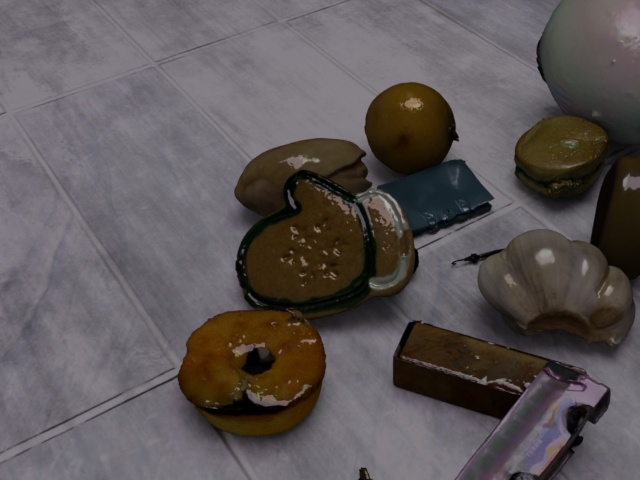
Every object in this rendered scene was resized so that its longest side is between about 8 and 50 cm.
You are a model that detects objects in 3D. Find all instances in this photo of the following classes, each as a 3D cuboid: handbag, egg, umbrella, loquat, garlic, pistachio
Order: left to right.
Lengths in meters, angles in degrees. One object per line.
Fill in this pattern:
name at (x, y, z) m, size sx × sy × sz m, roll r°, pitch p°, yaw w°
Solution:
pistachio at (-0.037, -0.129, 1.797) m, size 0.293 × 0.162 × 0.181 m, roll -17°, pitch 13°, yaw -12°
loquat at (0.200, -0.246, 1.877) m, size 0.208 × 0.208 × 0.208 m, roll -2°, pitch 42°, yaw 2°
handbag at (0.240, -0.084, 1.812) m, size 0.221 × 0.057 × 0.144 m, roll -20°, pitch 52°, yaw -19°
umbrella at (0.329, 0.028, 1.702) m, size 0.149 × 0.022 × 0.022 m, roll -14°, pitch 70°, yaw -12°
garlic at (0.422, 0.067, 1.538) m, size 0.281 × 0.184 × 0.203 m, roll 0°, pitch 26°, yaw 4°
egg at (0.687, -0.367, 1.868) m, size 0.355 × 0.354 × 0.339 m, roll -8°, pitch 44°, yaw -5°

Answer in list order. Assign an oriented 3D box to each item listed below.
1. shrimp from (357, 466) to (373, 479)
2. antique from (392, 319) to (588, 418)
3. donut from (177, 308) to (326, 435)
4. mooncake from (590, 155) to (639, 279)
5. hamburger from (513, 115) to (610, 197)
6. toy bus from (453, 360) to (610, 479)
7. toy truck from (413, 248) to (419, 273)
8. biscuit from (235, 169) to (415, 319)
shrimp at (0.099, 0.419, 1.277) m, size 0.091 × 0.043 × 0.184 m, roll -17°, pitch 50°, yaw -25°
antique at (0.281, 0.230, 1.435) m, size 0.310 × 0.087 × 0.093 m, roll 15°, pitch 47°, yaw 18°
donut at (-0.113, 0.218, 1.450) m, size 0.254 × 0.118 × 0.253 m, roll 0°, pitch 43°, yaw 0°
mooncake at (0.582, -0.037, 1.617) m, size 0.117 × 0.234 × 0.234 m, roll 11°, pitch 44°, yaw 8°
hamburger at (0.512, -0.169, 1.836) m, size 0.189 × 0.122 × 0.215 m, roll 15°, pitch 49°, yaw 28°
toy bus at (0.316, 0.309, 1.282) m, size 0.112 × 0.090 × 0.274 m, roll 34°, pitch 73°, yaw 32°
toy truck at (0.081, 0.013, 1.657) m, size 0.208 × 0.113 × 0.126 m, roll 40°, pitch 92°, yaw 21°
biscuit at (0.000, 0.000, 1.594) m, size 0.344 × 0.057 × 0.287 m, roll -13°, pitch 75°, yaw 14°
